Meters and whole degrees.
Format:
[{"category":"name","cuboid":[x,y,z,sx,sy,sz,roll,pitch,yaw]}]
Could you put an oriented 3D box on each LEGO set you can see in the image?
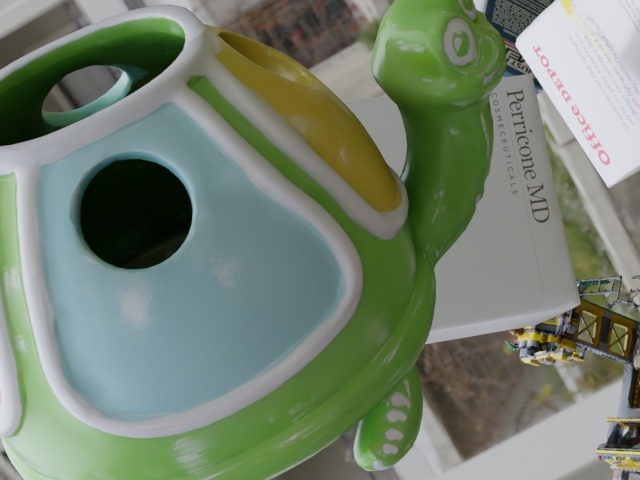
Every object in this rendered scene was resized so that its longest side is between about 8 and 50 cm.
[{"category":"LEGO set","cuboid":[0.342,0.149,1.122,0.255,0.331,0.192,24,-110,-37]}]

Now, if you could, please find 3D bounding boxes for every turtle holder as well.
[{"category":"turtle holder","cuboid":[-0.049,-0.001,0.613,0.243,0.320,0.227,-83,-25,-53]}]

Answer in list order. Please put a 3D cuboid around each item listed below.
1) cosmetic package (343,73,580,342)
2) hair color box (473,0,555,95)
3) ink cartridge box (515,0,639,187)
[{"category":"cosmetic package","cuboid":[0.000,0.000,0.942,0.155,0.365,0.197,106,153,-80]},{"category":"hair color box","cuboid":[0.234,-0.303,1.587,0.105,0.174,0.347,25,-125,-13]},{"category":"ink cartridge box","cuboid":[0.325,-0.187,1.027,0.171,0.168,0.232,59,154,5]}]
